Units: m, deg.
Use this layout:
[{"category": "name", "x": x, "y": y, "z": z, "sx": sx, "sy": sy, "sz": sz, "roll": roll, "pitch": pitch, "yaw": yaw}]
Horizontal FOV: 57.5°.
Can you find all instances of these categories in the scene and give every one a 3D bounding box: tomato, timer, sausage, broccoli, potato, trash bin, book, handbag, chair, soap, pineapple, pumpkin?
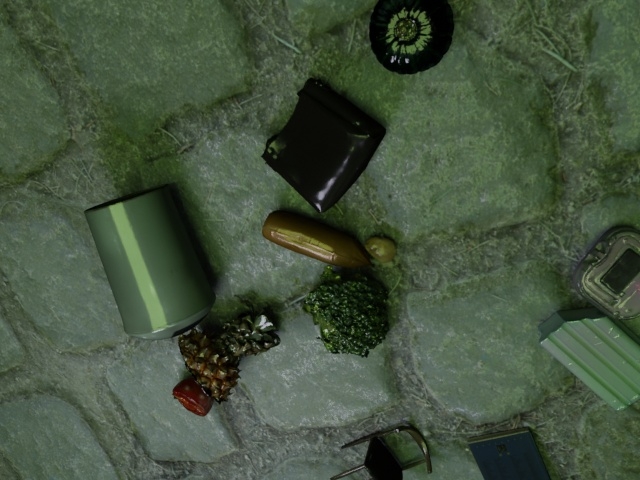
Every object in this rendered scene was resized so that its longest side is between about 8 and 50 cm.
[{"category": "tomato", "x": -0.419, "y": 0.516, "z": 1.959, "sx": 0.139, "sy": 0.091, "sz": 0.159, "roll": 23, "pitch": 143, "yaw": 17}, {"category": "timer", "x": 0.741, "y": 0.082, "z": 1.427, "sx": 0.190, "sy": 0.069, "sz": 0.209, "roll": 35, "pitch": 102, "yaw": 2}, {"category": "sausage", "x": -0.001, "y": 0.004, "z": 1.613, "sx": 0.328, "sy": 0.112, "sz": 0.112, "roll": 21, "pitch": 116, "yaw": 7}, {"category": "broccoli", "x": 0.065, "y": 0.192, "z": 1.650, "sx": 0.245, "sy": 0.247, "sz": 0.288, "roll": 28, "pitch": 136, "yaw": 45}, {"category": "potato", "x": 0.165, "y": 0.023, "z": 1.599, "sx": 0.083, "sy": 0.062, "sz": 0.068, "roll": 22, "pitch": 90, "yaw": -25}, {"category": "trash bin", "x": -0.487, "y": 0.076, "z": 1.700, "sx": 0.280, "sy": 0.280, "sz": 0.432, "roll": -12, "pitch": 104, "yaw": 21}, {"category": "book", "x": 0.584, "y": 0.695, "z": 1.771, "sx": 0.190, "sy": 0.025, "sz": 0.269, "roll": -21, "pitch": 104, "yaw": 22}, {"category": "handbag", "x": 0.000, "y": -0.247, "z": 1.512, "sx": 0.257, "sy": 0.113, "sz": 0.285, "roll": 40, "pitch": 124, "yaw": 5}, {"category": "chair", "x": 0.193, "y": 0.705, "z": 1.809, "sx": 0.272, "sy": 0.166, "sz": 0.188, "roll": -33, "pitch": 99, "yaw": 25}, {"category": "soap", "x": 0.734, "y": 0.291, "z": 1.522, "sx": 0.289, "sy": 0.095, "sz": 0.173, "roll": 41, "pitch": 115, "yaw": -2}, {"category": "pineapple", "x": -0.254, "y": 0.316, "z": 1.785, "sx": 0.271, "sy": 0.262, "sz": 0.263, "roll": -36, "pitch": 99, "yaw": 2}, {"category": "pumpkin", "x": 0.206, "y": -0.483, "z": 1.338, "sx": 0.201, "sy": 0.140, "sz": 0.202, "roll": 5, "pitch": 110, "yaw": 14}]
